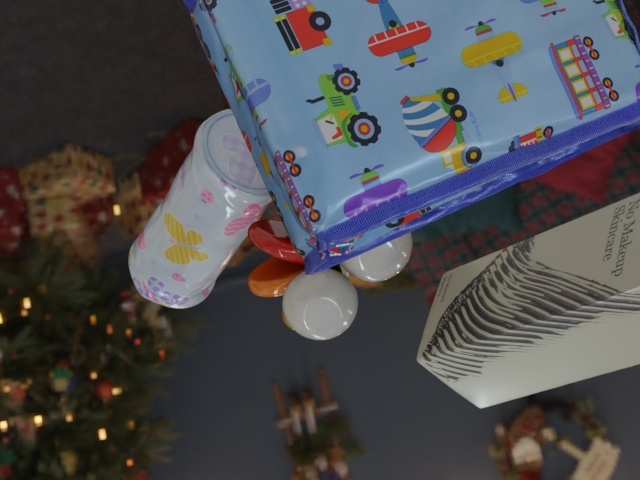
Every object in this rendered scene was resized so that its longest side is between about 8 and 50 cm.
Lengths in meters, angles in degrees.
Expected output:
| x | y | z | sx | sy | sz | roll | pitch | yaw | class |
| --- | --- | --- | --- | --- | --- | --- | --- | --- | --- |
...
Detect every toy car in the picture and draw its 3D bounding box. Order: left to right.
| x | y | z | sx | sy | sz | roll | pitch | yaw | class |
| --- | --- | --- | --- | --- | --- | --- | --- | --- | --- |
| 0.000 | 0.000 | 1.228 | 0.182 | 0.136 | 0.159 | -48 | -165 | 10 | toy car |

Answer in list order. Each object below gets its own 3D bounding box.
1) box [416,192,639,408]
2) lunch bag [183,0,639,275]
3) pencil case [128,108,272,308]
| x | y | z | sx | sy | sz | roll | pitch | yaw | class |
| --- | --- | --- | --- | --- | --- | --- | --- | --- | --- |
| 0.216 | 0.054 | 1.046 | 0.094 | 0.113 | 0.275 | 37 | 141 | -22 | box |
| 0.082 | -0.140 | 0.807 | 0.293 | 0.221 | 0.138 | -23 | 174 | -7 | lunch bag |
| -0.128 | -0.032 | 1.372 | 0.273 | 0.113 | 0.124 | -51 | -177 | 47 | pencil case |
